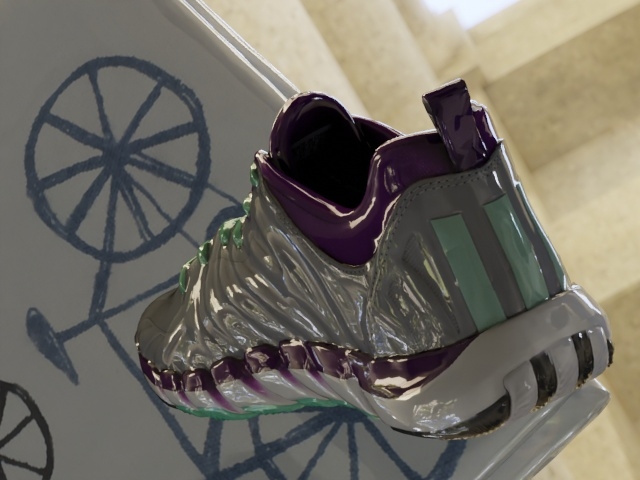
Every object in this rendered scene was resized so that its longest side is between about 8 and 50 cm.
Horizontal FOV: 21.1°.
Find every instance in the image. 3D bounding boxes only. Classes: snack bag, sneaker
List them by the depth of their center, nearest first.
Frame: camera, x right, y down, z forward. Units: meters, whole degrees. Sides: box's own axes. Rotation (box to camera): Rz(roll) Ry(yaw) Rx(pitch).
[{"bbox_3d":[0.000,0.000,0.537,0.083,0.098,0.224,-27,-168,-32],"label":"sneaker"},{"bbox_3d":[-0.106,0.078,0.719,0.323,0.037,0.342,44,-84,22],"label":"snack bag"}]
